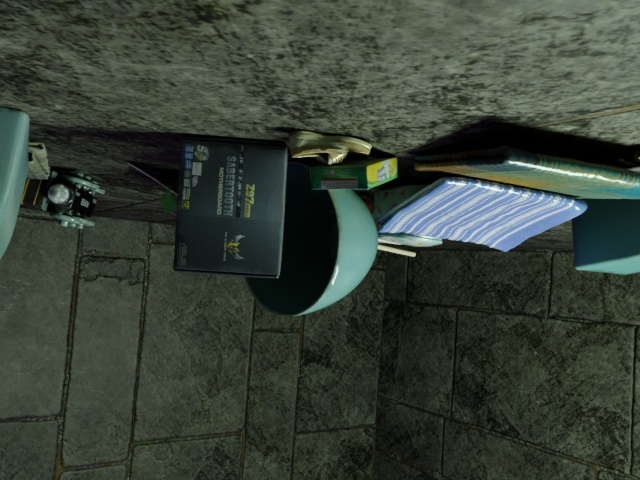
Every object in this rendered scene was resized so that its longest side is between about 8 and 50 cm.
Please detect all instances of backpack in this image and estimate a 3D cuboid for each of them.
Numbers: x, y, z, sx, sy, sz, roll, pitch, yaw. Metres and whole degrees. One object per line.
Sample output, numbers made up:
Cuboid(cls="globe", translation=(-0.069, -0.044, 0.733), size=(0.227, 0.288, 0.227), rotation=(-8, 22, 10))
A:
Cuboid(cls="backpack", translation=(0.215, -0.060, 1.317), size=(0.166, 0.144, 0.188), rotation=(10, 166, -24))

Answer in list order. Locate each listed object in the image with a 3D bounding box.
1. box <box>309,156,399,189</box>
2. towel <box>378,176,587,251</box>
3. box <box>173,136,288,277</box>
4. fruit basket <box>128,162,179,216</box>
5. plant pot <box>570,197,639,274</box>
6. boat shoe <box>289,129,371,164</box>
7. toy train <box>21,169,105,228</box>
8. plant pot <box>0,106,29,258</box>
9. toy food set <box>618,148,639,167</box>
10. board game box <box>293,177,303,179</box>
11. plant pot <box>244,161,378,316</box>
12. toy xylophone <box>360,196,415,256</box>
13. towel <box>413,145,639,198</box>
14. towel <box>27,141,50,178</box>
Cuboid(cls="box", translation=(0.065, -0.119, 1.026), size=(0.105, 0.043, 0.179), rotation=(3, -164, 25))
Cuboid(cls="towel", translation=(0.311, -0.044, 1.150), size=(0.336, 0.040, 0.243), rotation=(7, 159, -24))
Cuboid(cls="box", translation=(-0.153, -0.056, 1.027), size=(0.183, 0.232, 0.059), rotation=(4, -178, -3))
Cuboid(cls="fruit basket", translation=(-0.282, -0.058, 1.447), size=(0.353, 0.165, 0.327), rotation=(27, 177, 1))
Cuboid(cls="plant pot", translation=(0.654, -0.031, 1.178), size=(0.166, 0.165, 0.234), rotation=(6, 168, -26))
Cuboid(cls="boat shoe", translation=(0.015, -0.143, 0.943), size=(0.135, 0.045, 0.050), rotation=(5, 176, -13))
Cuboid(cls="toy train", translation=(-0.687, -0.118, 1.546), size=(0.190, 0.142, 0.334), rotation=(17, 176, -10))
Cuboid(cls="plant pot", translation=(-0.612, -0.060, 0.935), size=(0.247, 0.252, 0.248), rotation=(6, 161, -25))
Cuboid(cls="toy food set", translation=(0.511, -0.126, 0.870), size=(0.122, 0.019, 0.078), rotation=(1, 175, 44))
Cuboid(cls="board game box", translation=(-0.098, -0.133, 1.330), size=(0.124, 0.039, 0.259), rotation=(4, 179, -3))
Cuboid(cls="plant pot", translation=(0.000, 0.000, 1.177), size=(0.195, 0.290, 0.290), rotation=(3, 178, -44))
Cuboid(cls="toy xylophone", translation=(0.119, -0.049, 1.467), size=(0.323, 0.081, 0.236), rotation=(6, -159, -40))
Cuboid(cls="towel", translation=(0.376, -0.109, 0.972), size=(0.370, 0.040, 0.271), rotation=(7, -178, -20))
Cuboid(cls="towel", translation=(-0.721, -0.185, 1.197), size=(0.312, 0.056, 0.324), rotation=(9, 177, -21))
